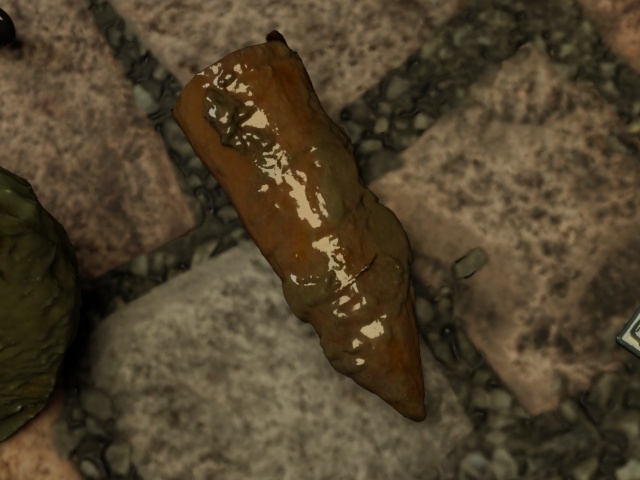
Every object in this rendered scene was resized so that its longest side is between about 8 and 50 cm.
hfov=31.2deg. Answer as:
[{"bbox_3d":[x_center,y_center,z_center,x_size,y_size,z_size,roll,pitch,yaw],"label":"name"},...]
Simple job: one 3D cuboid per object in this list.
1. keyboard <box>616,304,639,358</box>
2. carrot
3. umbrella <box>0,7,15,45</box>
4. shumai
[{"bbox_3d":[0.258,0.008,0.716,0.055,0.014,0.176,36,86,16],"label":"keyboard"},{"bbox_3d":[0.000,0.000,0.737,0.102,0.102,0.263,-28,79,3],"label":"carrot"},{"bbox_3d":[-0.340,-0.133,0.845,0.248,0.071,0.071,-12,75,4],"label":"umbrella"},{"bbox_3d":[-0.280,0.016,0.755,0.256,0.189,0.218,-37,54,17],"label":"shumai"}]
